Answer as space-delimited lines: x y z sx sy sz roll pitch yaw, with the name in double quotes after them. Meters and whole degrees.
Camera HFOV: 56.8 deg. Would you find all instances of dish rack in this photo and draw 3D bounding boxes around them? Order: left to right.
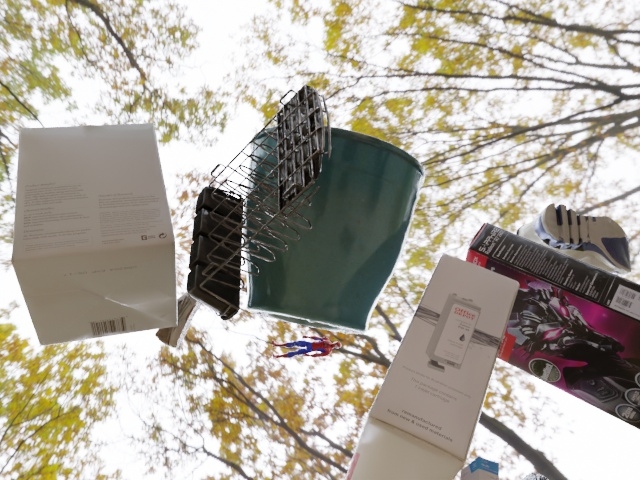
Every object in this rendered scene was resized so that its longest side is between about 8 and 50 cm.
-0.070 -0.053 0.725 0.074 0.271 0.208 28 -142 -31 "dish rack"

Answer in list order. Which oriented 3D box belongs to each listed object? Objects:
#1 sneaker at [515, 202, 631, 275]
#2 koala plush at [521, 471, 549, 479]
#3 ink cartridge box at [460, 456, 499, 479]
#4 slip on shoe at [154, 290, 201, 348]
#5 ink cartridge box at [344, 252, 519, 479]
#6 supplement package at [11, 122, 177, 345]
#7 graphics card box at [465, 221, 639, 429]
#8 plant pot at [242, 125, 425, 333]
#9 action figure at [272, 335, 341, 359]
0.622 0.006 1.511 0.315 0.182 0.128 18 -113 -22 "sneaker"
0.372 0.555 0.982 0.196 0.203 0.221 -43 -95 16 "koala plush"
0.184 0.302 0.688 0.028 0.048 0.083 21 -136 -3 "ink cartridge box"
-0.219 0.105 0.955 0.041 0.051 0.135 25 -98 5 "slip on shoe"
0.150 0.189 0.787 0.117 0.207 0.283 23 -132 13 "ink cartridge box"
-0.332 -0.017 0.891 0.199 0.198 0.263 -6 -131 -18 "supplement package"
0.413 0.143 1.010 0.370 0.233 0.094 25 -133 23 "graphics card box"
0.000 0.000 0.886 0.271 0.271 0.255 15 -102 -15 "plant pot"
-0.023 0.178 0.986 0.115 0.030 0.038 -4 -121 -3 "action figure"
